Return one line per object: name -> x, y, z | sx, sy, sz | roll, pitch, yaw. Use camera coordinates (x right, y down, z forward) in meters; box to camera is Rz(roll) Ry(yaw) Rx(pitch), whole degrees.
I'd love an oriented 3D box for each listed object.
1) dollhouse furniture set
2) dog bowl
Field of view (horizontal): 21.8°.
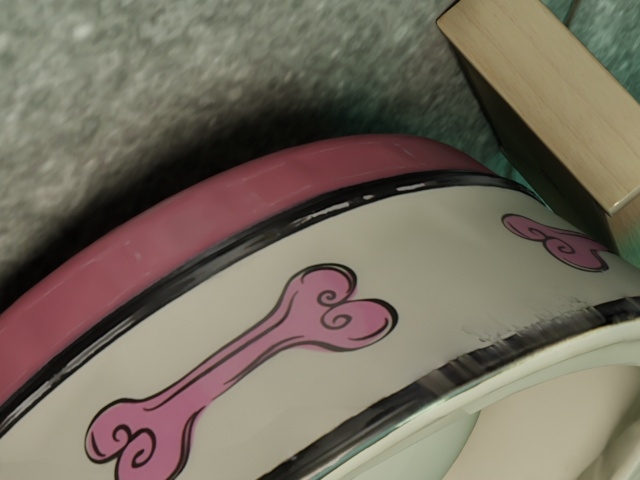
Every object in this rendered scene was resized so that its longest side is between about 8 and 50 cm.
dollhouse furniture set -> 0.265, -0.095, 0.874 | 0.303, 0.286, 0.198 | -40, 157, 2
dog bowl -> -0.020, 0.118, 0.760 | 0.408, 0.150, 0.408 | -29, 153, -17
